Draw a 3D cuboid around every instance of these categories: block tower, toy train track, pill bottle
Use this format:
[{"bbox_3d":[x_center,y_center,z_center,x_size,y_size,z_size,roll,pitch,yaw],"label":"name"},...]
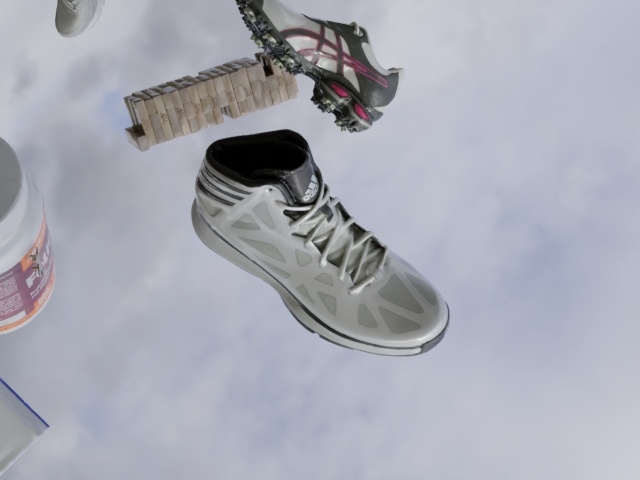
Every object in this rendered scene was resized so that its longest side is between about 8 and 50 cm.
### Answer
[{"bbox_3d":[-0.205,-0.270,2.278,0.335,0.097,0.091,-23,-157,-17],"label":"block tower"},{"bbox_3d":[-0.433,0.038,1.852,0.083,0.014,0.048,94,-13,-73],"label":"toy train track"},{"bbox_3d":[-0.543,-0.011,1.914,0.392,0.224,0.224,108,0,-67],"label":"pill bottle"}]

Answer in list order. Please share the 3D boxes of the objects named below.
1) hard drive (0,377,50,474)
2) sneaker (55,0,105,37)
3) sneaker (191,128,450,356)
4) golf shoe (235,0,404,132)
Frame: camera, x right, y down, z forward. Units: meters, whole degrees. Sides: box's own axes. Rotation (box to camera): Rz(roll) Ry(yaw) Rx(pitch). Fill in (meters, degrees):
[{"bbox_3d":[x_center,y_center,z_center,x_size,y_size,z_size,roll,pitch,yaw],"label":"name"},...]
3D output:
[{"bbox_3d":[-0.542,0.202,1.632,0.210,0.319,0.040,-43,-176,27],"label":"hard drive"},{"bbox_3d":[-0.463,-0.498,2.297,0.121,0.099,0.262,-33,155,-58],"label":"sneaker"},{"bbox_3d":[-0.001,0.001,1.776,0.169,0.447,0.257,-56,170,-24],"label":"sneaker"},{"bbox_3d":[-0.004,-0.274,1.698,0.120,0.273,0.105,-48,-161,-5],"label":"golf shoe"}]
